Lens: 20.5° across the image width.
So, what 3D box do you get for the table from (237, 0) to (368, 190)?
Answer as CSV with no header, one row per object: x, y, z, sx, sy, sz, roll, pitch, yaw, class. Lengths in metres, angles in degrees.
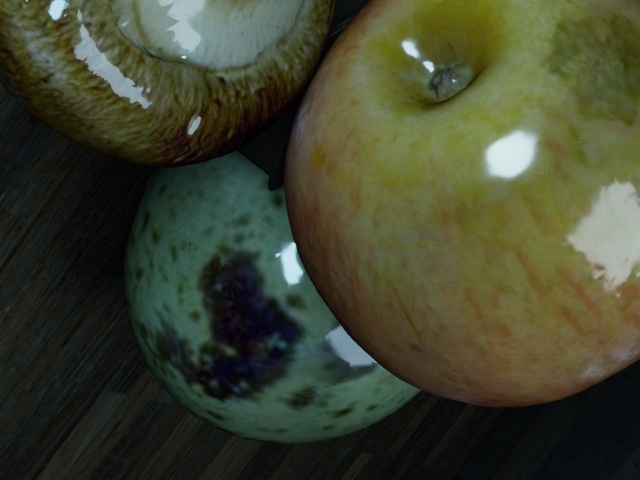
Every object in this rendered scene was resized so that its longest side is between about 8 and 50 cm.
-0.044,-0.188,1.546,0.172,0.193,0.169,-34,153,-38,table

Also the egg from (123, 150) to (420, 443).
0.000,0.000,1.743,0.428,0.345,0.345,-53,161,-24,egg

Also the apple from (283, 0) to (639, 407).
0.145,-0.055,1.397,0.364,0.364,0.364,-42,157,-22,apple

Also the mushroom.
-0.115,-0.216,1.281,0.345,0.239,0.345,-13,117,-27,mushroom
